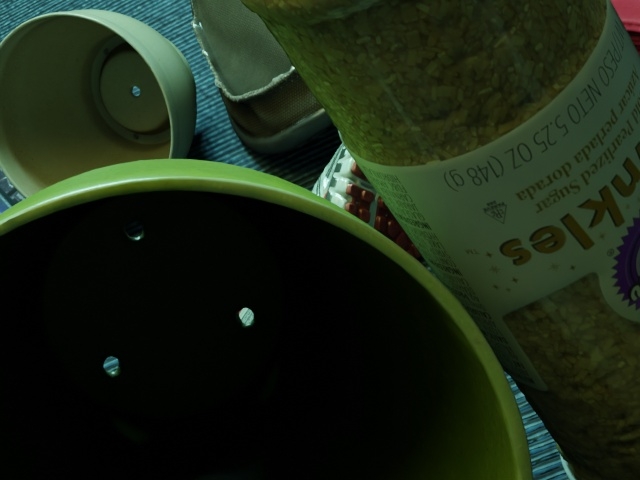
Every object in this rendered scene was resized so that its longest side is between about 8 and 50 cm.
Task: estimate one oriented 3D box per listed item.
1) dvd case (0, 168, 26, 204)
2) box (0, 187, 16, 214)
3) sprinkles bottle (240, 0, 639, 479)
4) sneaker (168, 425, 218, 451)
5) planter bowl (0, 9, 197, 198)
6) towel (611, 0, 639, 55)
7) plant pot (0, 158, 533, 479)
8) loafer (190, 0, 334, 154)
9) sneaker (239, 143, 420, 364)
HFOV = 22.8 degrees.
[{"bbox_3d":[-0.314,0.005,1.322,0.221,0.018,0.164,-43,34,-10],"label":"dvd case"},{"bbox_3d":[-0.288,0.054,1.157,0.207,0.108,0.153,-43,33,-9],"label":"box"},{"bbox_3d":[0.099,-0.011,0.657,0.121,0.355,0.121,-24,35,19],"label":"sprinkles bottle"},{"bbox_3d":[-0.082,0.177,0.881,0.073,0.063,0.162,29,72,34],"label":"sneaker"},{"bbox_3d":[-0.160,-0.103,1.211,0.162,0.162,0.109,-16,11,28],"label":"planter bowl"},{"bbox_3d":[0.306,-0.206,1.006,0.275,0.031,0.199,-45,32,-16],"label":"towel"},{"bbox_3d":[-0.068,0.074,0.741,0.274,0.275,0.293,-35,15,3],"label":"plant pot"},{"bbox_3d":[-0.055,-0.190,1.221,0.133,0.130,0.366,-34,33,4],"label":"loafer"},{"bbox_3d":[0.000,0.000,0.980,0.092,0.088,0.225,0,47,44],"label":"sneaker"}]
